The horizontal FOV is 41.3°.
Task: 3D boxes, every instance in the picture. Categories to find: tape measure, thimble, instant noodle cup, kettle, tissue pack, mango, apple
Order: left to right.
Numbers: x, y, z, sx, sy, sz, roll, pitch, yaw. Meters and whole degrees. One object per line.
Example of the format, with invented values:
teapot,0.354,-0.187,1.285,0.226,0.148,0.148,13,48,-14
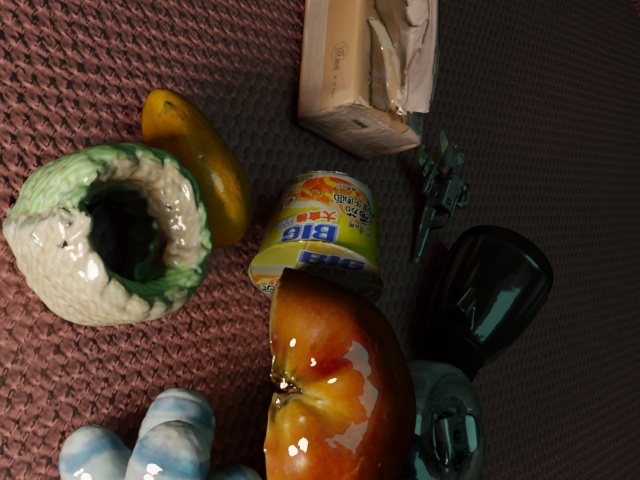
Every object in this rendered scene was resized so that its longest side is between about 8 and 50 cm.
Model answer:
thimble,-0.245,-0.006,0.985,0.219,0.150,0.219,14,72,-50
mango,-0.163,-0.095,1.113,0.109,0.147,0.227,-26,106,-6
apple,-0.013,0.211,1.107,0.295,0.365,0.328,-39,79,-12
instant noodle cup,0.000,0.000,1.266,0.205,0.205,0.153,40,44,-39
tissue pack,0.106,-0.322,1.423,0.239,0.239,0.305,22,66,-47
tape measure,0.183,0.331,1.444,0.275,0.147,0.256,-1,82,-52
kettle,0.284,0.140,1.604,0.207,0.251,0.271,39,55,-2

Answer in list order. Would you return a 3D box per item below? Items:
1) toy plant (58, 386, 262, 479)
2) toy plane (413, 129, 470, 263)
toy plant,-0.188,0.323,0.953,0.247,0.247,0.332,43,45,-37
toy plane,0.229,-0.077,1.630,0.192,0.088,0.262,35,57,-43
